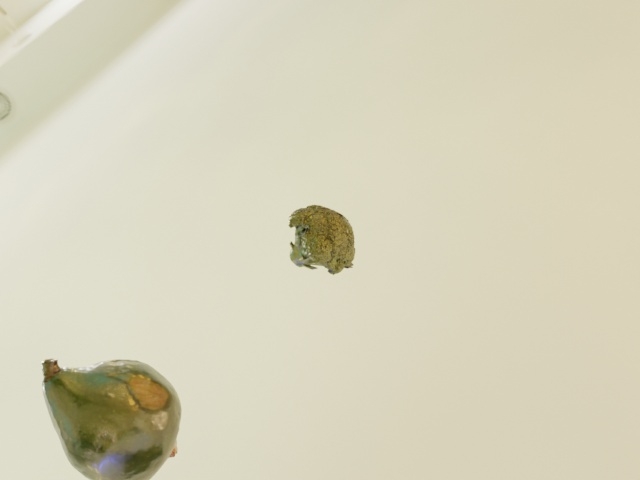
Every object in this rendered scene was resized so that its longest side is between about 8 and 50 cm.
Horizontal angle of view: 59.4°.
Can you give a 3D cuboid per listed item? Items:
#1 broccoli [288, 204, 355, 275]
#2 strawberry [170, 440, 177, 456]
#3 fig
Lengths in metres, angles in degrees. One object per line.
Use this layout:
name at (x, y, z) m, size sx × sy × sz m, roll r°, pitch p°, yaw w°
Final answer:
broccoli at (0.000, 0.000, 0.969) m, size 0.120 × 0.131 × 0.130 m, roll -34°, pitch -100°, yaw 20°
strawberry at (-0.386, 0.445, 1.293) m, size 0.085 × 0.140 × 0.192 m, roll -23°, pitch -136°, yaw -16°
fig at (-0.337, 0.269, 0.880) m, size 0.195 × 0.245 × 0.195 m, roll -46°, pitch -157°, yaw 26°
